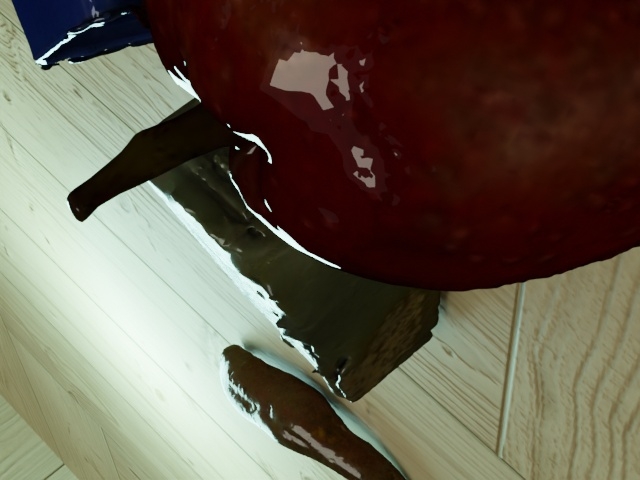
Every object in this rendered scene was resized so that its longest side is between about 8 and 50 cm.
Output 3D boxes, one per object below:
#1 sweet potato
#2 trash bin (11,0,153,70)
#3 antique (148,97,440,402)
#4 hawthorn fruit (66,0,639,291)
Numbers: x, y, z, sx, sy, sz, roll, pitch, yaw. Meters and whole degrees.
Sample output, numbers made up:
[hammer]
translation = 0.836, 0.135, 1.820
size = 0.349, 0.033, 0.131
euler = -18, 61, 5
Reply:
[sweet potato]
translation = -0.019, 0.159, 1.298
size = 0.255, 0.058, 0.078
euler = 32, 168, 36
[trash bin]
translation = -0.090, -0.206, 0.627
size = 0.184, 0.162, 0.234
euler = -9, 97, 65
[antique]
translation = 0.000, 0.000, 0.919
size = 0.125, 0.150, 0.284
euler = 46, 167, 26
[hawthorn fruit]
translation = 0.030, -0.081, 0.505
size = 0.230, 0.266, 0.210
euler = 65, 162, -9
